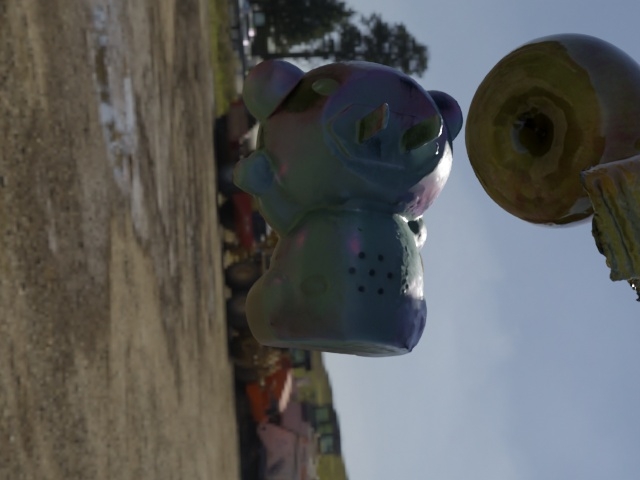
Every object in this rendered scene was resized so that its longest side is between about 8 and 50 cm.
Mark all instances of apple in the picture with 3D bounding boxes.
[{"bbox_3d":[0.324,-0.141,1.256,0.234,0.257,0.256,-3,91,-52],"label":"apple"}]

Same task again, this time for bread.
[{"bbox_3d":[0.308,-0.013,0.943,0.160,0.169,0.140,132,-52,-71],"label":"bread"}]

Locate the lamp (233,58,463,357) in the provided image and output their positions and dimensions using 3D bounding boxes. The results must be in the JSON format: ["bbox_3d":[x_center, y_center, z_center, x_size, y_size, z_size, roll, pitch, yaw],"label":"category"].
[{"bbox_3d":[0.035,-0.041,0.967,0.247,0.247,0.301,153,-56,-70],"label":"lamp"}]

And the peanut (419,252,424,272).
[{"bbox_3d":[0.117,0.023,1.950,0.152,0.152,0.313,92,-26,-56],"label":"peanut"}]
